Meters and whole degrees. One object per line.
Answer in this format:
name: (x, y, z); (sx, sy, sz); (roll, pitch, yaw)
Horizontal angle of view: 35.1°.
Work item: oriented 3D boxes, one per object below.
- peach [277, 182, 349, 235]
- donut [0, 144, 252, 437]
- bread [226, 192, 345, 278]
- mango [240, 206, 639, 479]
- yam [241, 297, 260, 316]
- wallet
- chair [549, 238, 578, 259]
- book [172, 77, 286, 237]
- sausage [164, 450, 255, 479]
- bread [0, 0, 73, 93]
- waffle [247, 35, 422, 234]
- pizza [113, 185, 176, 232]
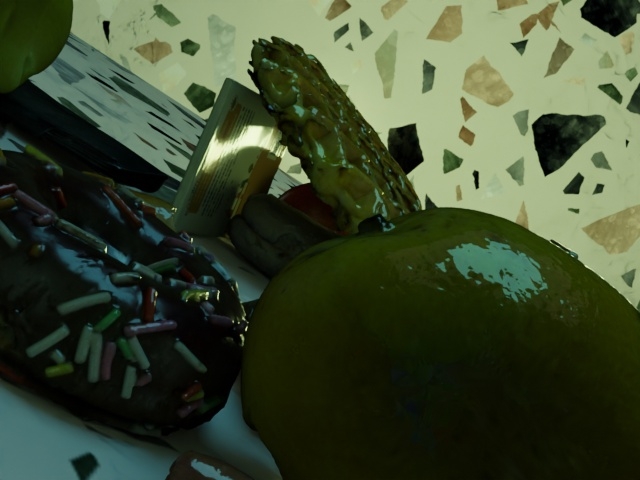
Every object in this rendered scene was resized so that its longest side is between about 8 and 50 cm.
peach: (0.000, 0.000, 1.642); (0.190, 0.192, 0.190); (-18, 90, -74)
donut: (-0.162, 0.027, 0.711); (0.270, 0.103, 0.269); (36, 7, -5)
bread: (0.027, 0.054, 1.437); (0.337, 0.102, 0.183); (30, 8, -28)
mango: (0.119, 0.126, 0.686); (0.365, 0.253, 0.182); (31, -5, -6)
yam: (-0.024, 0.096, 0.909); (0.106, 0.106, 0.259); (32, 8, -20)
wallet: (-0.355, -0.157, 1.304); (0.318, 0.045, 0.172); (33, 7, 10)
chair: (0.314, 0.154, 1.395); (0.147, 0.270, 0.136); (33, 6, -4)
book: (-0.114, -0.101, 1.399); (0.020, 0.208, 0.295); (25, 4, 14)
sausage: (-0.010, 0.184, 0.596); (0.186, 0.043, 0.043); (34, 7, -1)
bread: (-0.472, -0.327, 1.179); (0.377, 0.208, 0.251); (28, 16, -23)
waffle: (0.029, -0.123, 1.409); (0.382, 0.095, 0.379); (55, 14, -3)
pizza: (-0.235, -0.031, 0.893); (0.182, 0.062, 0.161); (9, 8, -31)
